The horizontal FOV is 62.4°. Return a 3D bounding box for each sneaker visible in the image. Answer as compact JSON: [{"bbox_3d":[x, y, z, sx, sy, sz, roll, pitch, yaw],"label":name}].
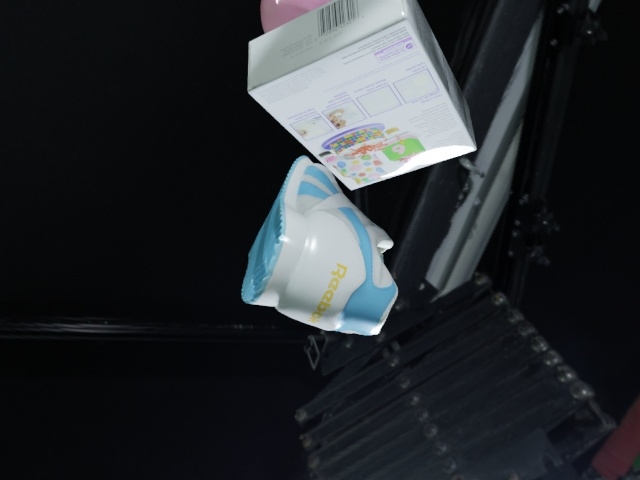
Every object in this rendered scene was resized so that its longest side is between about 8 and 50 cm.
[{"bbox_3d":[0.000,0.000,0.413,0.092,0.229,0.087,24,-69,-10],"label":"sneaker"}]

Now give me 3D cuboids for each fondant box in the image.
[{"bbox_3d":[0.078,-0.217,0.818,0.238,0.096,0.330,-16,-29,25],"label":"fondant box"}]

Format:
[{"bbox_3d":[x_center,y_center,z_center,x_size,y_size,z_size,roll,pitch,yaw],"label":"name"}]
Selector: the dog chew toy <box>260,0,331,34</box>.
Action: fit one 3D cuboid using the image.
[{"bbox_3d":[0.027,-0.442,0.834,0.206,0.207,0.332,8,-66,-23],"label":"dog chew toy"}]
